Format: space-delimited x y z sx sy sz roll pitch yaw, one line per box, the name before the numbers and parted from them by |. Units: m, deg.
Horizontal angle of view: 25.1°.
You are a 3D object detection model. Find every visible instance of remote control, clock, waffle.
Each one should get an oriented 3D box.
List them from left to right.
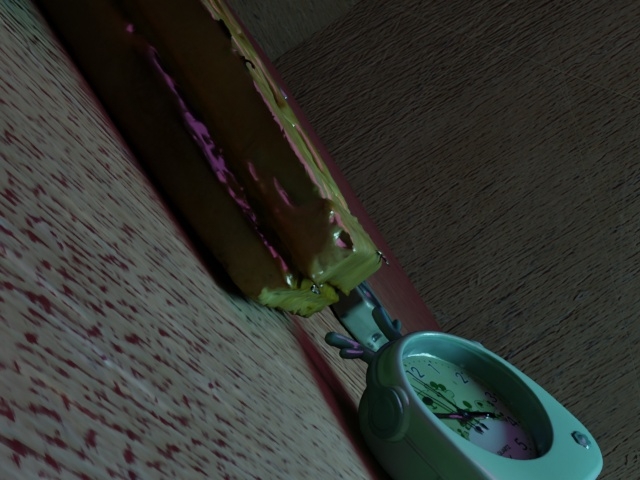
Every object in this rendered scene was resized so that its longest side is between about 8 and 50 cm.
waffle | -0.081 -0.098 0.976 0.327 0.098 0.224 58 6 7
remote control | 0.000 0.000 1.484 0.123 0.038 0.285 50 7 -50
clock | 0.096 0.129 1.038 0.211 0.066 0.159 41 28 18
